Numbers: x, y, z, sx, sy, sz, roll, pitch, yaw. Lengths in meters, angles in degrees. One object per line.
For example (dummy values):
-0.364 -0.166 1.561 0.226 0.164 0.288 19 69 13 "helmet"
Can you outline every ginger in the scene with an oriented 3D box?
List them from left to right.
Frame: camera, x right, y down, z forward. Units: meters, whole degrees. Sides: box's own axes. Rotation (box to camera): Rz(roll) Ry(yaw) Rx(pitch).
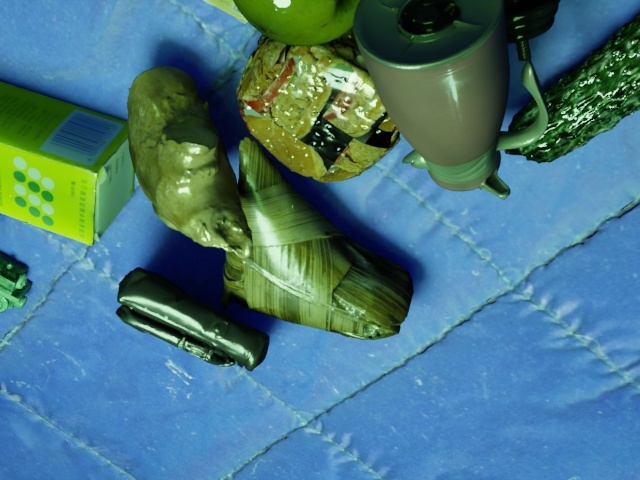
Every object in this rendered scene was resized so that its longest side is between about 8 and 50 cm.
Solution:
-0.177 -0.079 1.069 0.123 0.270 0.218 -11 153 -21 "ginger"

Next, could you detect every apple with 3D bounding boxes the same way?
-0.015 -0.307 0.859 0.157 0.196 0.196 39 138 31 "apple"

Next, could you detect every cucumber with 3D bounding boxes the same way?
0.342 -0.189 0.889 0.096 0.096 0.359 38 129 -12 "cucumber"

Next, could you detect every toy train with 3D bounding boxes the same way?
-0.589 0.054 1.419 0.171 0.071 0.111 30 123 -6 "toy train"

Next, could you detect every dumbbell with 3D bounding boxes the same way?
0.200 -0.288 0.857 0.099 0.099 0.208 -5 125 22 "dumbbell"

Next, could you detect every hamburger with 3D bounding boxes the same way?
0.001 -0.179 1.012 0.231 0.106 0.231 11 137 10 "hamburger"

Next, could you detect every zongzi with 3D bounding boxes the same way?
0.000 0.000 1.130 0.286 0.134 0.288 13 130 7 "zongzi"

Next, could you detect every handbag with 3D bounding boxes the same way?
-0.198 0.133 1.252 0.244 0.088 0.275 27 167 -5 "handbag"

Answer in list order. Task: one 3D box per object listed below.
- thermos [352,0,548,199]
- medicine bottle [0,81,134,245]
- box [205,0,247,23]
0.151 -0.158 0.874 0.177 0.145 0.265 -6 148 18 "thermos"
-0.406 -0.118 1.175 0.250 0.141 0.137 19 134 4 "medicine bottle"
-0.093 -0.340 0.969 0.073 0.020 0.149 28 131 -3 "box"
